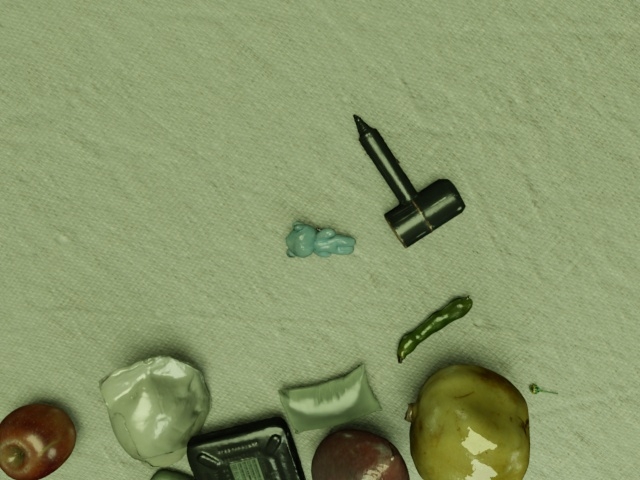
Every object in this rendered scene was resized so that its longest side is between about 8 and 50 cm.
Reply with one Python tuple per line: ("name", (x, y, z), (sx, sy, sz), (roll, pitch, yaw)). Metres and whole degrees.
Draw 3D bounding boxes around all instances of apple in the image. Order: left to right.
("apple", (-0.753, 0.530, 1.649), (0.201, 0.162, 0.201), (3, 102, 12))

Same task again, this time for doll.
("doll", (-0.002, -0.003, 1.587), (0.179, 0.075, 0.120), (-1, 132, -19))

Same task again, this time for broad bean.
("broad bean", (0.292, 0.227, 1.627), (0.256, 0.053, 0.052), (-40, 135, 8))

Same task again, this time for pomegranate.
("pomegranate", (0.360, 0.476, 1.537), (0.332, 0.332, 0.333), (0, 100, 1))

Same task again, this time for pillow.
("pillow", (0.025, 0.424, 1.650), (0.253, 0.078, 0.144), (-17, 99, 4))

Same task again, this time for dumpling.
("dumpling", (-0.411, 0.444, 1.619), (0.260, 0.181, 0.341), (-23, 100, -14))

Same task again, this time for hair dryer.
("hair dryer", (0.196, -0.176, 1.542), (0.189, 0.107, 0.352), (-32, 92, 4))

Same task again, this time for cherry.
("cherry", (0.111, 0.603, 1.594), (0.261, 0.307, 0.221), (34, 54, -5))

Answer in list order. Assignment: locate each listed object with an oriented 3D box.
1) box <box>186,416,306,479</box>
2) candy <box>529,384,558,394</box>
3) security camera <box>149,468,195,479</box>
("box", (-0.193, 0.630, 1.678), (0.288, 0.073, 0.290), (-14, 109, 2))
("candy", (0.602, 0.404, 1.669), (0.083, 0.025, 0.023), (9, 128, -9))
("security camera", (-0.434, 0.785, 1.726), (0.157, 0.080, 0.302), (17, 102, -2))
